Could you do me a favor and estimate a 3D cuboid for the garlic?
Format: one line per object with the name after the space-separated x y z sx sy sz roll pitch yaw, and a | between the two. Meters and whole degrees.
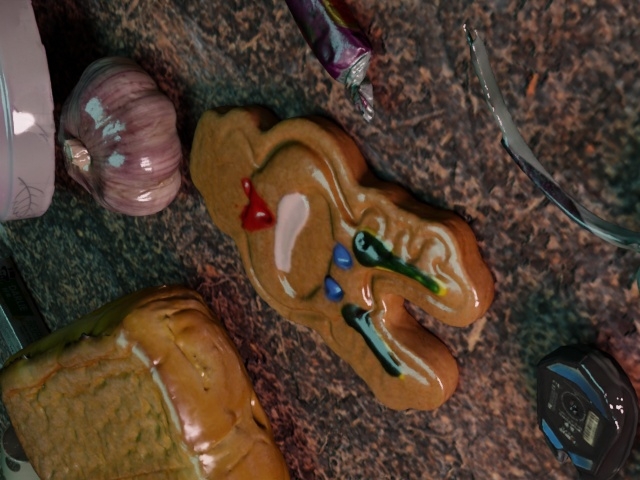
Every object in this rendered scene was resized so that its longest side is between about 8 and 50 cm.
-0.199 -0.096 1.016 0.147 0.102 0.159 23 125 42 | garlic

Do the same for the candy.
0.005 -0.172 0.815 0.043 0.045 0.175 -35 83 33 | candy

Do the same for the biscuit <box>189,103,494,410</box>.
0.000 0.000 0.899 0.334 0.047 0.202 41 133 26 | biscuit

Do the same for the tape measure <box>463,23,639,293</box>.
0.223 -0.027 0.623 0.330 0.084 0.164 57 136 8 | tape measure

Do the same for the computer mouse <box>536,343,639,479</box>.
0.197 0.124 0.753 0.079 0.047 0.135 43 147 40 | computer mouse

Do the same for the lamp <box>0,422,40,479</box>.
-0.361 0.326 1.373 0.121 0.121 0.214 32 139 32 | lamp

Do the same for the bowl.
-0.390 -0.154 1.099 0.287 0.144 0.286 30 126 54 | bowl

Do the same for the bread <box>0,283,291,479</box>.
-0.174 0.222 1.112 0.337 0.148 0.328 -26 93 47 | bread

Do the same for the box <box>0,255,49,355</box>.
-0.384 0.120 1.348 0.041 0.050 0.207 -34 83 45 | box
